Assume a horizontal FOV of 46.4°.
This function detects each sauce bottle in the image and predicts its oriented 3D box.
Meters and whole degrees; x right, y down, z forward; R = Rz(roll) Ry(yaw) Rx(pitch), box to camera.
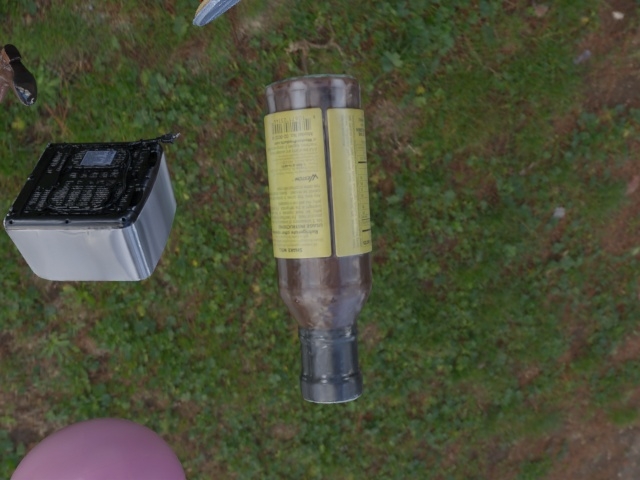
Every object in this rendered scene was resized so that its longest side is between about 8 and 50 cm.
[{"bbox_3d":[0.000,0.000,0.809,0.111,0.111,0.345,-4,94,-20],"label":"sauce bottle"}]

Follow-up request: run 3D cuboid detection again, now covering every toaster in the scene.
[{"bbox_3d":[-0.274,-0.044,0.946,0.185,0.168,0.110,-1,134,7],"label":"toaster"}]

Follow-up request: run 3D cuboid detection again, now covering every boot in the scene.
[{"bbox_3d":[-0.493,-0.238,1.180,0.037,0.106,0.114,-13,169,-46],"label":"boot"}]

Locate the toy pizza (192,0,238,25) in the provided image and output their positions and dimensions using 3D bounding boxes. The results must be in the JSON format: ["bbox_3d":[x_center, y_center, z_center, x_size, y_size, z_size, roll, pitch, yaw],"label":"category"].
[{"bbox_3d":[-0.114,-0.387,1.094,0.201,0.201,0.032,-38,102,5],"label":"toy pizza"}]

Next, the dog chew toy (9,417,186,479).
[{"bbox_3d":[-0.219,0.365,0.815,0.206,0.332,0.207,-22,147,-15],"label":"dog chew toy"}]
